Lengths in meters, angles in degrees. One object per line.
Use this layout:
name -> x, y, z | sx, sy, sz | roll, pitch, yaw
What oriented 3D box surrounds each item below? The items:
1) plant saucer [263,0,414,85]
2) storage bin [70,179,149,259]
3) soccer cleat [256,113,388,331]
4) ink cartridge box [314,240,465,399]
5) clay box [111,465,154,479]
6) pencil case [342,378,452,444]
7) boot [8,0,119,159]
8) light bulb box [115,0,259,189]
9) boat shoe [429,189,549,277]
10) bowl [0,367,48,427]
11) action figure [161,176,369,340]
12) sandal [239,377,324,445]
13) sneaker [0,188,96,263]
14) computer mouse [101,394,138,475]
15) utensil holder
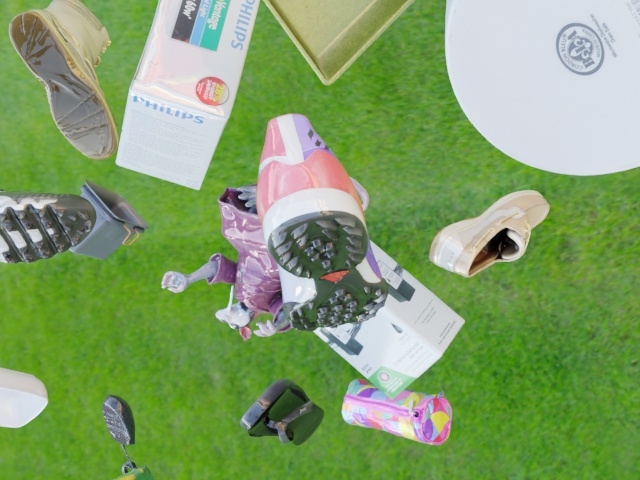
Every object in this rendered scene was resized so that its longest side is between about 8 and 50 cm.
plant saucer -> 0.008, -0.322, 1.095 | 0.188, 0.188, 0.045 | 51, 164, -28
storage bin -> -0.336, -0.019, 1.356 | 0.091, 0.135, 0.098 | -44, 76, 5
soccer cleat -> 0.000, 0.000, 0.854 | 0.318, 0.109, 0.116 | 74, -177, -66
ink cartridge box -> 0.077, 0.108, 1.285 | 0.208, 0.087, 0.153 | 40, 137, 4
clay box -> -0.169, 0.229, 0.492 | 0.222, 0.053, 0.127 | -27, 88, 14
pencil case -> 0.144, 0.328, 1.707 | 0.236, 0.104, 0.104 | -1, 99, 49
boot -> -0.326, -0.229, 1.216 | 0.077, 0.165, 0.213 | -22, 112, 14
light bulb box -> -0.318, -0.372, 2.095 | 0.361, 0.225, 0.357 | 127, 157, -61
boat shoe -> 0.195, -0.002, 0.954 | 0.059, 0.170, 0.063 | 39, 142, 36
bowl -> -0.543, 0.259, 1.493 | 0.142, 0.142, 0.053 | -38, 44, 39
action figure -> -0.111, 0.034, 1.647 | 0.248, 0.276, 0.370 | 35, 136, 15
sandal -> -0.041, 0.269, 1.343 | 0.054, 0.254, 0.097 | 37, 90, 26
sneaker -> -0.339, -0.027, 0.880 | 0.078, 0.235, 0.106 | 77, -178, -48
computer mouse -> -0.365, 0.396, 1.706 | 0.071, 0.041, 0.242 | 12, 123, 37
utensil holder -> 0.307, -0.291, 1.058 | 0.328, 0.385, 0.327 | 5, 121, 9
